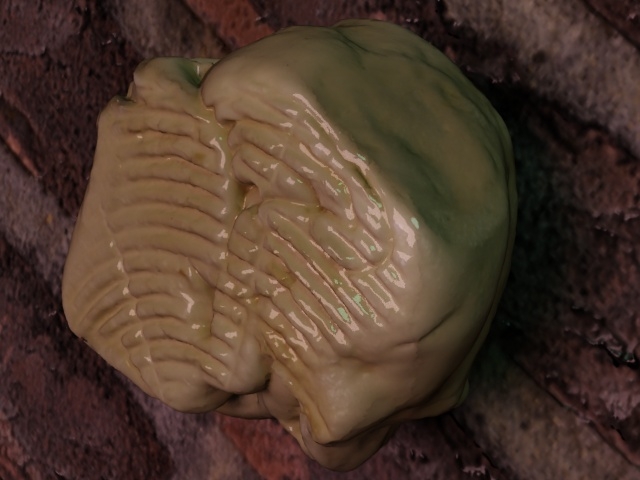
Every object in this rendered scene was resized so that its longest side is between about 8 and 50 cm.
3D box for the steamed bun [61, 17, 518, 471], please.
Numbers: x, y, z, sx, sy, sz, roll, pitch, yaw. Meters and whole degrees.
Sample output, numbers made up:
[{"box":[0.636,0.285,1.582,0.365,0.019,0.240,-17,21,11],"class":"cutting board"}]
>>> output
[{"box":[-0.002,-0.002,1.104,0.276,0.203,0.289,54,134,20],"class":"steamed bun"}]
